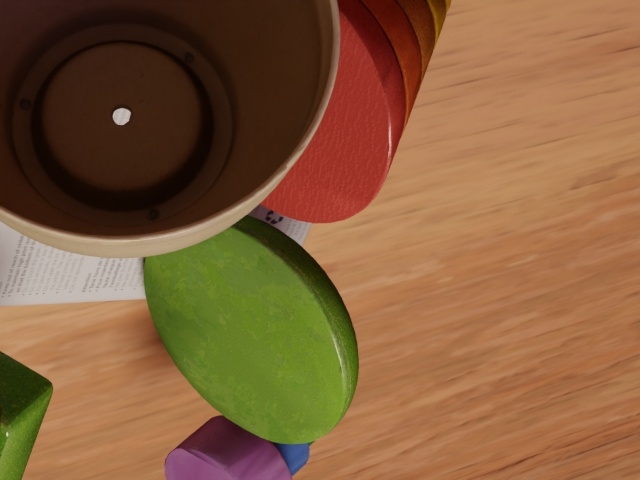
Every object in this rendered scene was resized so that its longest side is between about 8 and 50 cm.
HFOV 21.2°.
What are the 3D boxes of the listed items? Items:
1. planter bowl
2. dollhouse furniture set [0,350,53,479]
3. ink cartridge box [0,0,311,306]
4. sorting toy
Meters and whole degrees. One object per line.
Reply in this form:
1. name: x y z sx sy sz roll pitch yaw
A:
1. planter bowl: -0.078 -0.063 0.670 0.162 0.162 0.109 -25 169 -12
2. dollhouse furniture set: -0.203 0.026 0.668 0.197 0.151 0.301 -44 163 -53
3. ink cartridge box: -0.085 -0.061 0.813 0.224 0.045 0.223 -3 134 -34
4. sorting toy: 0.000 0.000 0.842 0.126 0.127 0.365 -38 151 -39
